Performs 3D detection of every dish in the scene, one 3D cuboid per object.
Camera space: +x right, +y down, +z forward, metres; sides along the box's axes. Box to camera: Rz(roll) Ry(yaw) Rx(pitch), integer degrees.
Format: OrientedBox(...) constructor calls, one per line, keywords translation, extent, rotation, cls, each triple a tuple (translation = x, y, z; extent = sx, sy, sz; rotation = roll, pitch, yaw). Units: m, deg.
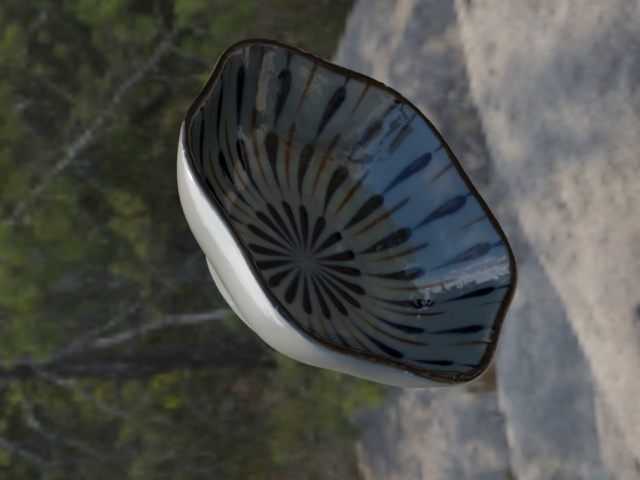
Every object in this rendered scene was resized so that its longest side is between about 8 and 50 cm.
OrientedBox(translation=(0.000, 0.000, 0.777), extent=(0.066, 0.190, 0.191), rotation=(-44, 58, 37), cls="dish")
